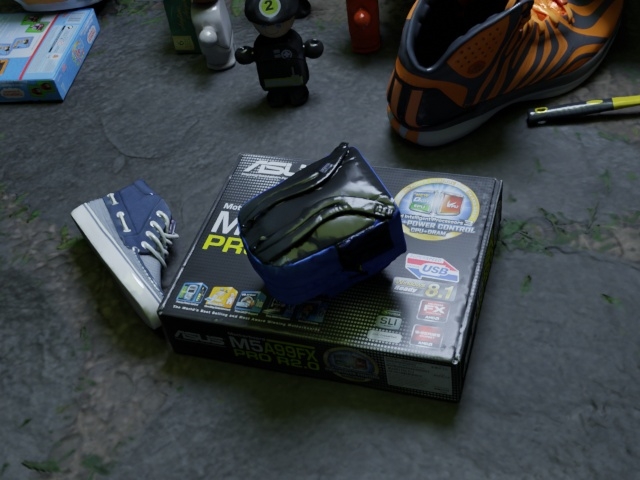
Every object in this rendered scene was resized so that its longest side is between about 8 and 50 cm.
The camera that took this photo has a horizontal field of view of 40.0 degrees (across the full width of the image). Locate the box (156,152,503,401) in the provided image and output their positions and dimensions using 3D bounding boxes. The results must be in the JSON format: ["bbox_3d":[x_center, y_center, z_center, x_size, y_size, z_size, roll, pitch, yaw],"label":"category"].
[{"bbox_3d":[0.016,0.022,0.808,0.270,0.060,0.216,8,49,17],"label":"box"}]

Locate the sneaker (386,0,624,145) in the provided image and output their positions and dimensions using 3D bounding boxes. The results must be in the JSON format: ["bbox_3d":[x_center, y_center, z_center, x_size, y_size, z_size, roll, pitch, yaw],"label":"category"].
[{"bbox_3d":[0.212,-0.230,0.914,0.321,0.180,0.124,-35,67,-17],"label":"sneaker"}]

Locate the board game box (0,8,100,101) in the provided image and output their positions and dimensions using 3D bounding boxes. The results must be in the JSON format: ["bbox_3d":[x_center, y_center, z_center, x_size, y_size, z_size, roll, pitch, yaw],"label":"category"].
[{"bbox_3d":[-0.416,-0.243,1.152,0.211,0.039,0.160,1,47,10],"label":"board game box"}]

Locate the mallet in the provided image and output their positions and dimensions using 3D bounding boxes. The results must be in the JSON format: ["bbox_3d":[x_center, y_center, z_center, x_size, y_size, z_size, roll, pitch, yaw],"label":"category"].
[{"bbox_3d":[0.318,-0.152,0.938,0.190,0.039,0.062,-2,46,15],"label":"mallet"}]

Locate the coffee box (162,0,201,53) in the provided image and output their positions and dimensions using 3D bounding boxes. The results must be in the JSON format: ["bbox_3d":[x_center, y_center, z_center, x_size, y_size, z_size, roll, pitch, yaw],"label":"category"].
[{"bbox_3d":[-0.162,-0.343,1.152,0.040,0.113,0.184,2,46,8],"label":"coffee box"}]

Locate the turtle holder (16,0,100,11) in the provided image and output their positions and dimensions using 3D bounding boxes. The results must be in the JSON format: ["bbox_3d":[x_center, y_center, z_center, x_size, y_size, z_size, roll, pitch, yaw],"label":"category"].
[{"bbox_3d":[-0.370,-0.450,1.205,0.243,0.227,0.320,-13,28,-12],"label":"turtle holder"}]

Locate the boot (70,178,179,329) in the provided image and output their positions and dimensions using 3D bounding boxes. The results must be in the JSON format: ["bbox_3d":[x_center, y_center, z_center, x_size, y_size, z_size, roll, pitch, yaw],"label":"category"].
[{"bbox_3d":[-0.171,0.004,0.852,0.086,0.069,0.190,-32,48,-15],"label":"boot"}]

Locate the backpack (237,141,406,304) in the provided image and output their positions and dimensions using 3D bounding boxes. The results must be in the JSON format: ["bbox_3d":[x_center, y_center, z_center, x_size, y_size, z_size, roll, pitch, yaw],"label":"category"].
[{"bbox_3d":[0.000,0.000,0.720,0.120,0.101,0.098,-25,46,-8],"label":"backpack"}]

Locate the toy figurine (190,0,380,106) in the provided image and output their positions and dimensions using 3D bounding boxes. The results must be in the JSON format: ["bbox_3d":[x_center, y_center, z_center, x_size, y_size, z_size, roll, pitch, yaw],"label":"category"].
[{"bbox_3d":[-0.046,-0.287,1.051,0.213,0.148,0.209,-38,52,-23],"label":"toy figurine"}]
